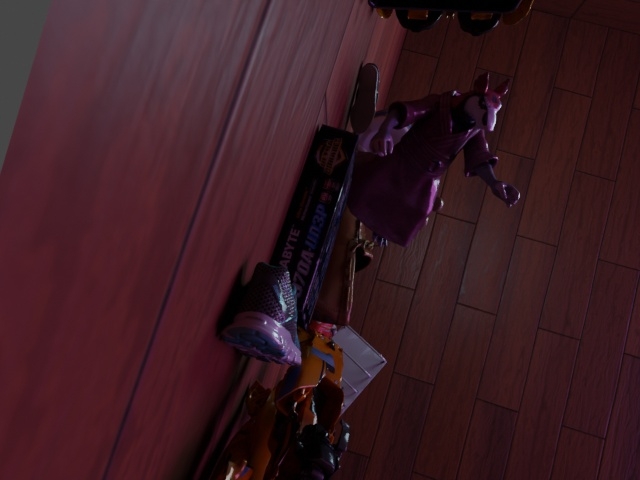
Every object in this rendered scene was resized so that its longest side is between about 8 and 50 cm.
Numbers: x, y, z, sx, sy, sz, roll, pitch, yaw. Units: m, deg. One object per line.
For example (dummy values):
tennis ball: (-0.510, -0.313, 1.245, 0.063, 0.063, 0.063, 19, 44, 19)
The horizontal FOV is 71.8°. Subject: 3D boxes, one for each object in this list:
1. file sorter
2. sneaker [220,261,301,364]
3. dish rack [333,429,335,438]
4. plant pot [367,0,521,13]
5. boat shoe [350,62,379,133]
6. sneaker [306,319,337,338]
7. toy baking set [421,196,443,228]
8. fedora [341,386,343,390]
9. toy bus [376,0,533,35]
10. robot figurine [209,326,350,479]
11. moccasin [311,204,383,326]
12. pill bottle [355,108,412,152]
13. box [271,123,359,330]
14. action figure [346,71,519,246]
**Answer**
file sorter: (0.055, 0.429, 1.429, 0.278, 0.193, 0.173, -47, 165, -8)
sneaker: (-0.041, 0.070, 0.404, 0.166, 0.064, 0.076, 100, 3, -69)
dish rack: (-0.031, 0.317, 0.692, 0.208, 0.074, 0.272, -55, 149, -63)
plant pot: (0.156, -0.386, 0.488, 0.188, 0.187, 0.167, 64, 31, -83)
boat shoe: (0.084, -0.262, 0.817, 0.038, 0.046, 0.125, -58, 156, -56)
sneaker: (-0.013, 0.312, 1.521, 0.118, 0.107, 0.279, -51, 163, -24)
toy baking set: (0.206, -0.125, 0.964, 0.196, 0.030, 0.256, -2, -105, 57)
fedora: (-0.062, 0.423, 0.965, 0.244, 0.124, 0.276, 42, 73, -82)
toy bus: (0.202, -0.428, 0.641, 0.149, 0.220, 0.212, -23, 123, -79)
robot figurine: (-0.054, 0.214, 0.427, 0.211, 0.085, 0.291, -55, -178, 19)
moccasin: (0.076, 0.037, 1.120, 0.139, 0.146, 0.380, 101, 7, -51)
pill bottle: (0.170, -0.264, 1.169, 0.272, 0.152, 0.152, -63, 169, -67)
box: (-0.009, -0.005, 0.560, 0.175, 0.051, 0.220, 92, 15, -72)
action figure: (0.205, -0.159, 0.826, 0.370, 0.248, 0.276, -47, -166, 38)
